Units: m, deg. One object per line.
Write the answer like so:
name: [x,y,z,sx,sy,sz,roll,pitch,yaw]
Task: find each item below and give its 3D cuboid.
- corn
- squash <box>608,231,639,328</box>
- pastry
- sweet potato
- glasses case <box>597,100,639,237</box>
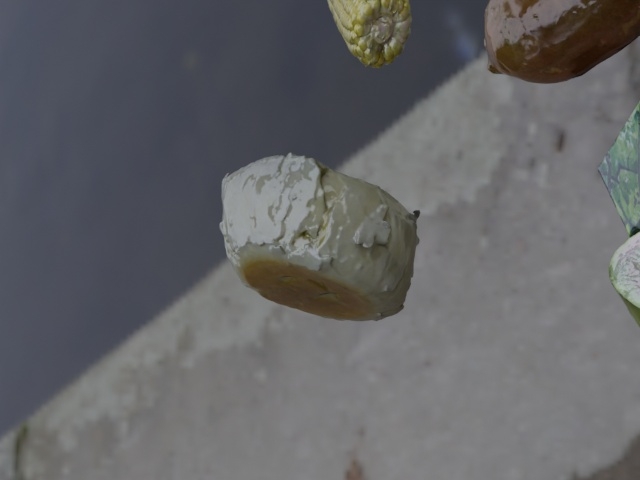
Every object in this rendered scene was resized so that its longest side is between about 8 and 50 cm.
corn: [0.042,-0.218,1.818,0.165,0.063,0.085,-112,6,-62]
squash: [0.290,0.092,1.460,0.083,0.250,0.083,-21,43,21]
pastry: [0.000,0.000,1.509,0.166,0.165,0.088,-16,53,54]
sweet potato: [0.238,-0.195,1.351,0.291,0.097,0.097,-25,57,11]
glasses case: [0.324,-0.126,1.600,0.272,0.062,0.095,-62,30,35]
